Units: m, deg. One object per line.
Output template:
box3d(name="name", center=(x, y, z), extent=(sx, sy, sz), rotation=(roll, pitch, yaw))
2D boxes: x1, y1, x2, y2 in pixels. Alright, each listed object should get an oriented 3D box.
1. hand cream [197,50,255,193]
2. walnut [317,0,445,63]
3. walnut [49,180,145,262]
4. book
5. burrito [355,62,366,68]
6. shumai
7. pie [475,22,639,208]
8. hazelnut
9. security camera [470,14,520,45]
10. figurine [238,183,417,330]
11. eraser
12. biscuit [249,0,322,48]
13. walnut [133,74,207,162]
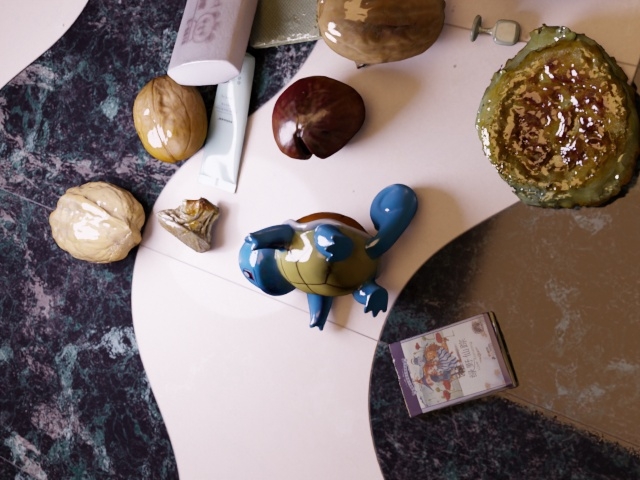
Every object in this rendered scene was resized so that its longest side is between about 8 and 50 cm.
box3d(name="hand cream", center=(-0.212, -0.274, 2.144), extent=(0.109, 0.067, 0.320), rotation=(18, 101, 28))
box3d(name="walnut", center=(0.122, -0.458, 1.875), extent=(0.261, 0.225, 0.225), rotation=(-8, 83, -6))
box3d(name="walnut", center=(-0.524, -0.043, 2.225), extent=(0.245, 0.198, 0.198), rotation=(12, 94, 37))
box3d(name="book", center=(0.260, 0.250, 1.891), extent=(0.231, 0.026, 0.157), rotation=(-22, 78, 25))
box3d(name="burrito", center=(0.065, -0.449, 2.007), extent=(0.051, 0.042, 0.171), rotation=(-30, 69, 42))
box3d(name="shumai", center=(-0.287, -0.046, 2.153), extent=(0.145, 0.145, 0.116), rotation=(33, 81, 25))
box3d(name="pie", center=(0.445, -0.227, 1.766), extent=(0.288, 0.103, 0.354), rotation=(-32, 76, 29))
box3d(name="hazelnut", center=(-0.008, -0.258, 1.969), extent=(0.204, 0.178, 0.178), rotation=(-5, 86, 19))
box3d(name="security camera", center=(0.346, -0.410, 1.859), extent=(0.092, 0.058, 0.058), rotation=(17, 97, 15))
box3d(name="figurine", center=(0.007, 0.027, 1.928), extent=(0.416, 0.298, 0.243), rotation=(-22, 45, 23))
box3d(name="eraser", center=(-0.228, -0.481, 2.082), extent=(0.174, 0.095, 0.270), rotation=(-2, 64, 31))
box3d(name="biscuit", center=(-0.073, -0.489, 2.067), extent=(0.199, 0.040, 0.121), rotation=(-1, 87, 36))
box3d(name="walnut", center=(-0.341, -0.279, 2.149), extent=(0.167, 0.167, 0.207), rotation=(-18, 79, 26))
